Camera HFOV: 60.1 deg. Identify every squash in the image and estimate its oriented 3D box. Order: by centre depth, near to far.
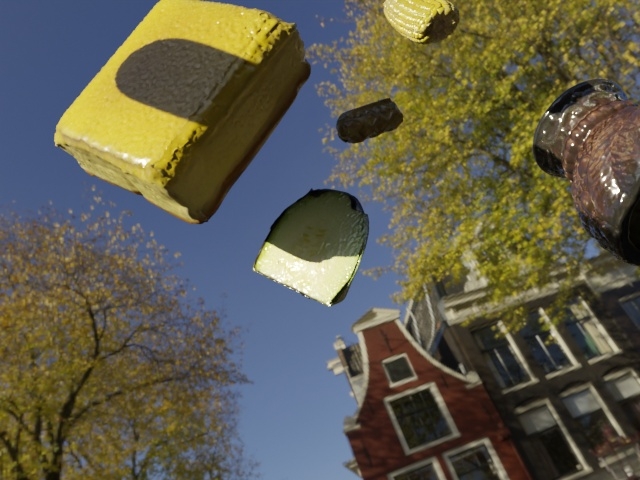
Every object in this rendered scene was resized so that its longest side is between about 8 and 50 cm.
[{"bbox_3d":[0.009,0.013,0.912,0.184,0.191,0.085,-60,-36,-10],"label":"squash"}]

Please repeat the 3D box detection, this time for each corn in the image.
[{"bbox_3d":[0.160,-0.371,0.906,0.085,0.165,0.063,-41,-53,14],"label":"corn"}]

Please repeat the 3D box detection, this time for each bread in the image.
[{"bbox_3d":[-0.221,-0.217,0.877,0.333,0.323,0.143,-55,-35,-12],"label":"bread"},{"bbox_3d":[0.076,-0.196,0.920,0.110,0.066,0.060,-24,-46,-21],"label":"bread"}]

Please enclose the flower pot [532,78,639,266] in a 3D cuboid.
[{"bbox_3d":[0.511,-0.134,0.920,0.266,0.267,0.267,-11,-53,-15],"label":"flower pot"}]
